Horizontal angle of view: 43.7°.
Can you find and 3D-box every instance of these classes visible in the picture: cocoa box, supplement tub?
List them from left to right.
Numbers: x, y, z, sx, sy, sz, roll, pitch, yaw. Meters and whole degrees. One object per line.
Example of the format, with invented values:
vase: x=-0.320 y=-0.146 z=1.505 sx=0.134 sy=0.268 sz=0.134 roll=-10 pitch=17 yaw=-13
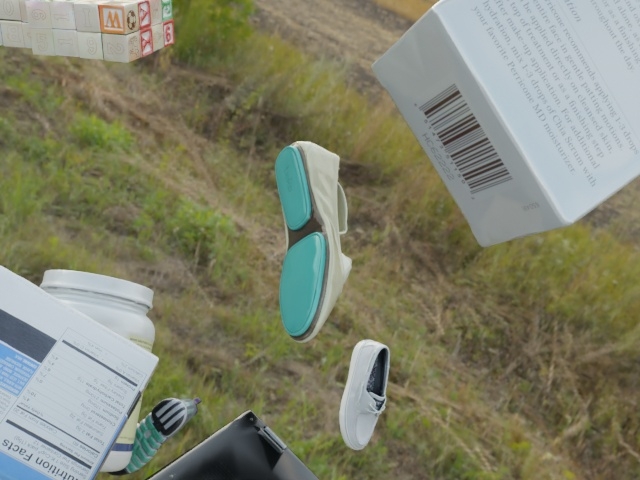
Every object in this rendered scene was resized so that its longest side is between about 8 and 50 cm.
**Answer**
cocoa box: x=-0.390 y=0.253 z=0.958 sx=0.231 sy=0.347 sz=0.228 roll=31 pitch=38 yaw=-9
supplement tub: x=-0.428 y=0.232 z=1.429 sx=0.235 sy=0.325 sz=0.235 roll=8 pitch=-13 yaw=2

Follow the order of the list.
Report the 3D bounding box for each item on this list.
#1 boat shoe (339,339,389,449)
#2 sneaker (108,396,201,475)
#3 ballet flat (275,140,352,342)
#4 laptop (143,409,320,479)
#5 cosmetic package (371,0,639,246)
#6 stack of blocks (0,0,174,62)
boat shoe: x=0.082 y=0.261 z=1.337 sx=0.066 sy=0.184 sz=0.063 roll=20 pitch=-11 yaw=-35
sneaker: x=-0.325 y=0.381 z=1.553 sx=0.083 sy=0.223 sz=0.098 roll=58 pitch=18 yaw=13
ballet flat: x=0.000 y=0.000 z=0.910 sx=0.086 sy=0.086 sz=0.248 roll=7 pitch=64 yaw=-22
laptop: x=-0.019 y=0.390 z=0.785 sx=0.382 sy=0.236 sz=0.408 roll=42 pitch=33 yaw=17
cosmetic package: x=0.307 y=-0.209 z=0.820 sx=0.453 sy=0.161 sz=0.230 roll=-32 pitch=93 yaw=-19
stack of blocks: x=-0.415 y=-0.366 z=1.323 sx=0.297 sy=0.087 sz=0.171 roll=8 pitch=26 yaw=14
